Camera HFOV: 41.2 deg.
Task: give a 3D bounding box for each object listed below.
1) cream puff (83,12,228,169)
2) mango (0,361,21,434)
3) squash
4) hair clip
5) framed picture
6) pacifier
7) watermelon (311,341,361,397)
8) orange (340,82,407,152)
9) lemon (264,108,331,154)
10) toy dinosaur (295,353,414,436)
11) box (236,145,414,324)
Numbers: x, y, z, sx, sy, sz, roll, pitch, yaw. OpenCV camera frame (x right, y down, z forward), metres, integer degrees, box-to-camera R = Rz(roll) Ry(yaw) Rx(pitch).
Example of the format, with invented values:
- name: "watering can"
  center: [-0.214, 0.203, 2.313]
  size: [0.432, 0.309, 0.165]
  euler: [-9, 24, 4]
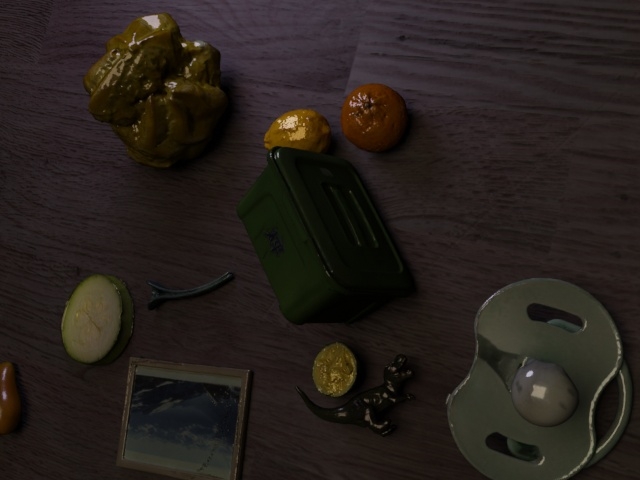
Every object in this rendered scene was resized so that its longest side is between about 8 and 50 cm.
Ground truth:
- name: "cream puff"
  center: [-0.361, -0.309, 1.868]
  size: [0.274, 0.270, 0.323]
  euler: [44, 109, 21]
- name: "mango"
  center: [-0.787, 0.389, 2.096]
  size: [0.102, 0.085, 0.184]
  euler: [-28, 61, 24]
- name: "squash"
  center: [-0.528, 0.186, 2.009]
  size: [0.219, 0.041, 0.219]
  euler: [-10, 72, 34]
- name: "hair clip"
  center: [-0.288, 0.107, 1.881]
  size: [0.229, 0.039, 0.070]
  euler: [-10, 75, 25]
- name: "framed picture"
  center: [-0.297, 0.386, 1.831]
  size: [0.335, 0.022, 0.247]
  euler: [2, 81, 31]
- name: "pacifier"
  center: [0.353, 0.233, 1.328]
  size: [0.288, 0.269, 0.343]
  euler: [15, 91, 8]
- name: "watermelon"
  center: [0.039, 0.249, 1.628]
  size: [0.105, 0.062, 0.105]
  euler: [-13, 70, 37]
- name: "orange"
  center: [0.102, -0.241, 1.662]
  size: [0.135, 0.117, 0.135]
  euler: [-12, 67, 31]
- name: "lemon"
  center: [-0.047, -0.211, 1.748]
  size: [0.155, 0.114, 0.114]
  euler: [-11, 74, 29]
- name: "toy dinosaur"
  center: [0.077, 0.273, 1.576]
  size: [0.179, 0.087, 0.187]
  euler: [39, 80, 20]
- name: "box"
  center: [0.000, 0.000, 1.608]
  size: [0.178, 0.253, 0.328]
  euler: [-41, 60, 33]
